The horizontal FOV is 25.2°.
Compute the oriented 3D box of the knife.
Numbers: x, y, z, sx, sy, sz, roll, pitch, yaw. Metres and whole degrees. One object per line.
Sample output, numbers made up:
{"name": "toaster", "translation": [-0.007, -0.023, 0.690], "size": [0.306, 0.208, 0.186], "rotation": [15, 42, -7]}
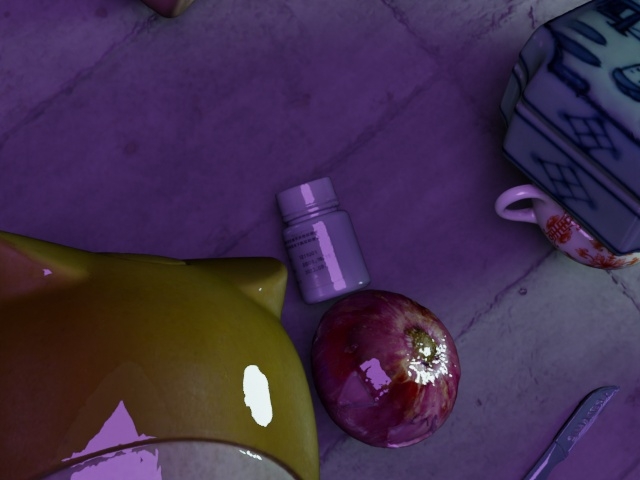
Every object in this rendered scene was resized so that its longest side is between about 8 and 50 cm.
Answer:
{"name": "knife", "translation": [0.274, 0.243, 1.652], "size": [0.028, 0.015, 0.210], "rotation": [39, 80, 2]}

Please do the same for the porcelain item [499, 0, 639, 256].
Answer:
{"name": "porcelain item", "translation": [0.364, -0.138, 1.553], "size": [0.286, 0.157, 0.281], "rotation": [-28, 62, -34]}

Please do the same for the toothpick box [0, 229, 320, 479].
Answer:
{"name": "toothpick box", "translation": [-0.203, 0.213, 1.389], "size": [0.409, 0.409, 0.425], "rotation": [5, 87, -9]}

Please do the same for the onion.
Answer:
{"name": "onion", "translation": [0.067, 0.138, 1.553], "size": [0.153, 0.177, 0.177], "rotation": [-5, 86, 32]}

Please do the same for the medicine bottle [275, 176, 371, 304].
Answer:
{"name": "medicine bottle", "translation": [0.000, 0.000, 1.591], "size": [0.080, 0.080, 0.130], "rotation": [-18, 88, -10]}

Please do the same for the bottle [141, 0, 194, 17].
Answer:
{"name": "bottle", "translation": [-0.237, -0.377, 1.542], "size": [0.297, 0.173, 0.206], "rotation": [37, 115, -5]}

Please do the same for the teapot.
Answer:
{"name": "teapot", "translation": [0.303, -0.041, 1.616], "size": [0.246, 0.116, 0.159], "rotation": [-7, 77, -28]}
